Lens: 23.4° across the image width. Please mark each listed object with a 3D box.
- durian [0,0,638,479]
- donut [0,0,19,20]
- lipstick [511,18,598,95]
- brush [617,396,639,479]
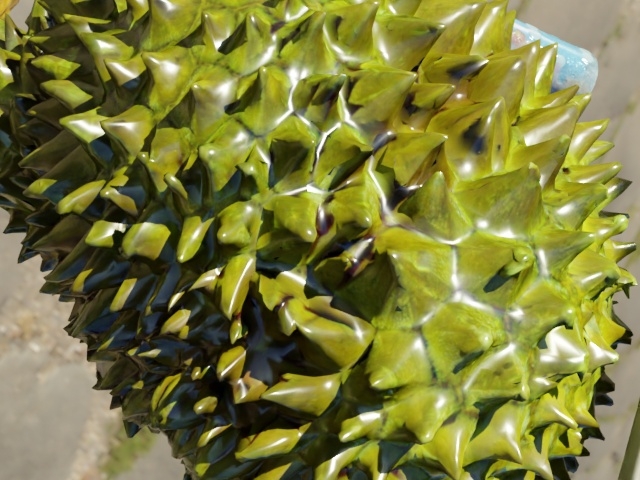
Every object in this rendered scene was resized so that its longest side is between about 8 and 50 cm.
[{"bbox_3d":[-0.001,-0.004,0.474,0.200,0.237,0.176,-1,151,-45],"label":"durian"},{"bbox_3d":[-0.192,-0.282,0.803,0.378,0.163,0.435,-68,180,-55],"label":"donut"},{"bbox_3d":[0.127,-0.144,1.133,0.157,0.048,0.048,21,102,-19],"label":"lipstick"},{"bbox_3d":[0.075,0.162,0.409,0.060,0.050,0.321,40,65,-62],"label":"brush"}]
